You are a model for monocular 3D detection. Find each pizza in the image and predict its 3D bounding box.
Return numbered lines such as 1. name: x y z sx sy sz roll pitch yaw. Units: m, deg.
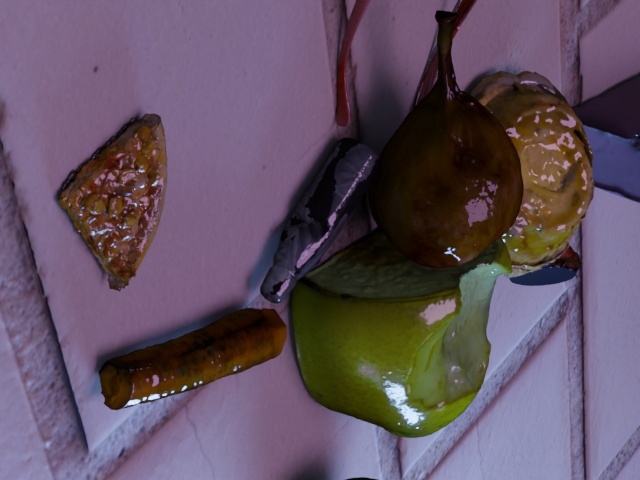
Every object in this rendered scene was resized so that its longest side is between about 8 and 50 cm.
1. pizza: -0.196 -0.041 1.539 0.131 0.041 0.178 18 92 -56

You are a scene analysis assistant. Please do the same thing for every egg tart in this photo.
1. egg tart: 0.273 -0.090 2.084 0.279 0.095 0.279 3 85 -39

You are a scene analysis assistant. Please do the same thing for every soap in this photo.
1. soap: 0.537 -0.139 2.335 0.285 0.296 0.107 -26 131 -45

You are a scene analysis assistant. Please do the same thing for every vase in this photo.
1. vase: -0.005 -0.019 1.815 0.211 0.060 0.060 -58 146 -18

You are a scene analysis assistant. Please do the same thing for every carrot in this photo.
1. carrot: -0.133 0.124 1.705 0.260 0.070 0.070 -17 121 -49

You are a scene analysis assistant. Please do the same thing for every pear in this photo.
1. pear: 0.109 0.133 1.971 0.286 0.176 0.282 -30 133 -43

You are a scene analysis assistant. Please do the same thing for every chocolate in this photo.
1. chocolate: 0.302 -0.012 2.221 0.124 0.127 0.133 97 -5 -66

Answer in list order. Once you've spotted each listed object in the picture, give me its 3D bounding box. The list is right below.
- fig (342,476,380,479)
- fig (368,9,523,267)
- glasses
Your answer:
1. fig: 0.031 0.404 2.034 0.195 0.195 0.245 -56 -179 -20
2. fig: 0.166 -0.110 1.843 0.190 0.190 0.290 -23 144 -49
3. glasses: 0.099 -0.268 1.855 0.234 0.118 0.268 -9 136 -55
